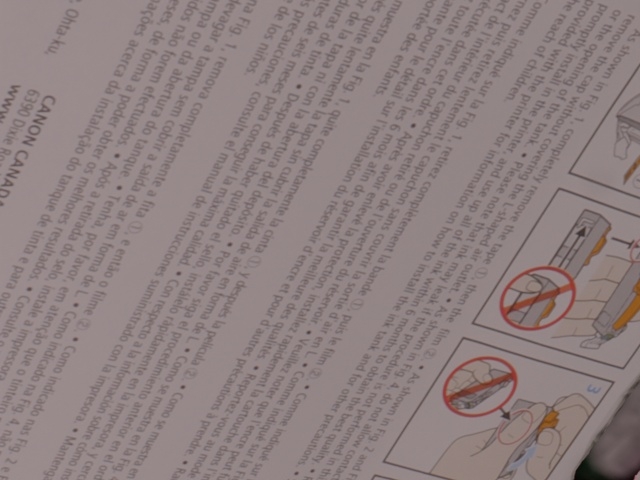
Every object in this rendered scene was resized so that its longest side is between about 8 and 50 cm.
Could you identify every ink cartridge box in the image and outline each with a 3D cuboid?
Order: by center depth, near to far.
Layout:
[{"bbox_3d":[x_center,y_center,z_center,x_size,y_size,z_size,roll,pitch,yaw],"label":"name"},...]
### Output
[{"bbox_3d":[0.000,0.000,0.422,0.225,0.056,0.181,15,120,-28],"label":"ink cartridge box"}]
